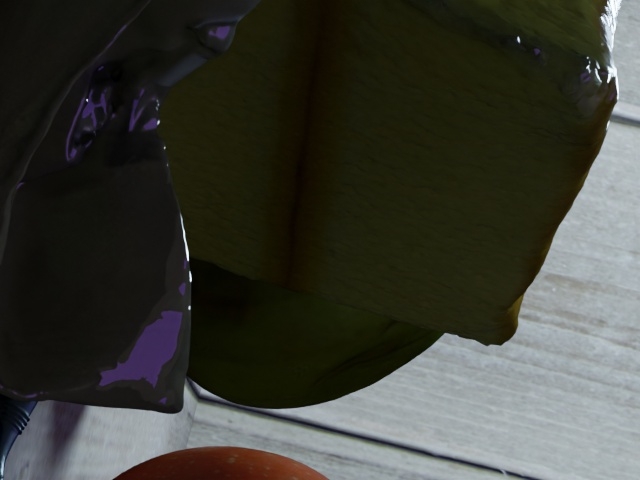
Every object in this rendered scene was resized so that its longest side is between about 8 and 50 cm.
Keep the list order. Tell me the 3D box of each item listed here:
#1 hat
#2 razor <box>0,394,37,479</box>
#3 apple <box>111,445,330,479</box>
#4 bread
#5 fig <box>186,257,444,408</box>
[{"bbox_3d":[-0.080,-0.057,0.560,0.173,0.144,0.166,37,-67,41],"label":"hat"},{"bbox_3d":[-0.125,0.086,0.752,0.028,0.044,0.155,59,35,-52],"label":"razor"},{"bbox_3d":[-0.075,0.264,1.291,0.260,0.216,0.260,13,90,-90],"label":"apple"},{"bbox_3d":[0.006,-0.047,0.867,0.362,0.233,0.245,-61,167,-76],"label":"bread"},{"bbox_3d":[-0.007,0.002,1.160,0.207,0.230,0.207,-4,95,-57],"label":"fig"}]
